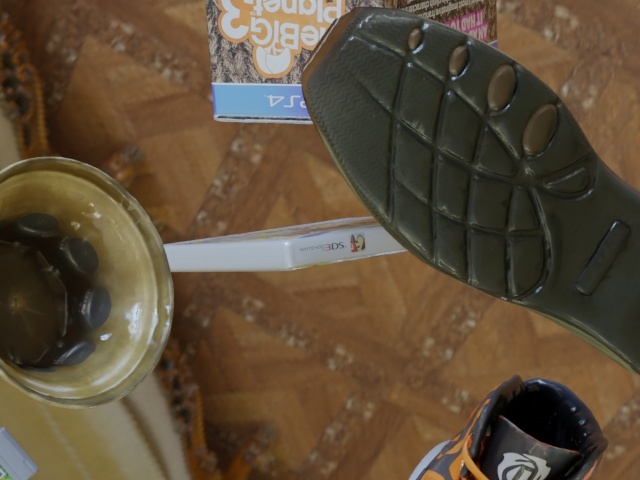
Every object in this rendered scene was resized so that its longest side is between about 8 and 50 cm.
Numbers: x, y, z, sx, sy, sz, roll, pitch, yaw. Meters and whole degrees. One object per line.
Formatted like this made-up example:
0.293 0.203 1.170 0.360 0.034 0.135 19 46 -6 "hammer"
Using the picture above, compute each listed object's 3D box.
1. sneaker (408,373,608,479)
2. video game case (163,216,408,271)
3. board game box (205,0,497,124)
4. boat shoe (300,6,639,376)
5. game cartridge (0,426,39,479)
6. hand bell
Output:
0.094 0.204 0.959 0.124 0.321 0.180 30 134 2 "sneaker"
0.000 0.000 1.136 0.227 0.206 0.026 -2 96 57 "video game case"
0.026 -0.249 1.028 0.141 0.232 0.291 4 107 26 "board game box"
0.119 -0.019 0.841 0.324 0.120 0.122 36 91 -20 "boat shoe"
-0.288 0.200 1.176 0.056 0.083 0.017 51 169 -9 "game cartridge"
-0.202 0.048 0.760 0.242 0.126 0.126 -19 119 44 "hand bell"
